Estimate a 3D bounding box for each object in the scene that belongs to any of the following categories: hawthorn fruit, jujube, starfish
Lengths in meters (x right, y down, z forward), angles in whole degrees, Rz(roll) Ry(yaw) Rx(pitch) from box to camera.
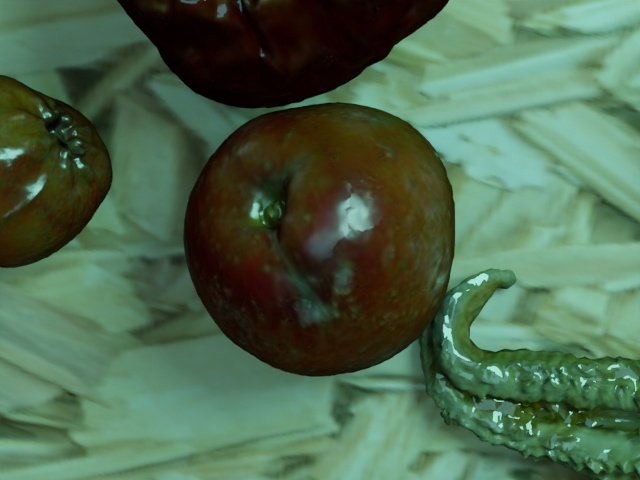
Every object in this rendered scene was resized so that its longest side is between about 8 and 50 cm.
[{"bbox_3d":[0.000,0.000,0.834,0.172,0.173,0.173,1,96,5],"label":"hawthorn fruit"},{"bbox_3d":[-0.016,-0.196,0.805,0.232,0.213,0.213,-37,92,3],"label":"jujube"},{"bbox_3d":[-0.194,-0.039,0.877,0.128,0.128,0.128,1,96,5],"label":"hawthorn fruit"},{"bbox_3d":[0.284,0.063,0.822,0.432,0.082,0.324,-30,98,31],"label":"starfish"}]
